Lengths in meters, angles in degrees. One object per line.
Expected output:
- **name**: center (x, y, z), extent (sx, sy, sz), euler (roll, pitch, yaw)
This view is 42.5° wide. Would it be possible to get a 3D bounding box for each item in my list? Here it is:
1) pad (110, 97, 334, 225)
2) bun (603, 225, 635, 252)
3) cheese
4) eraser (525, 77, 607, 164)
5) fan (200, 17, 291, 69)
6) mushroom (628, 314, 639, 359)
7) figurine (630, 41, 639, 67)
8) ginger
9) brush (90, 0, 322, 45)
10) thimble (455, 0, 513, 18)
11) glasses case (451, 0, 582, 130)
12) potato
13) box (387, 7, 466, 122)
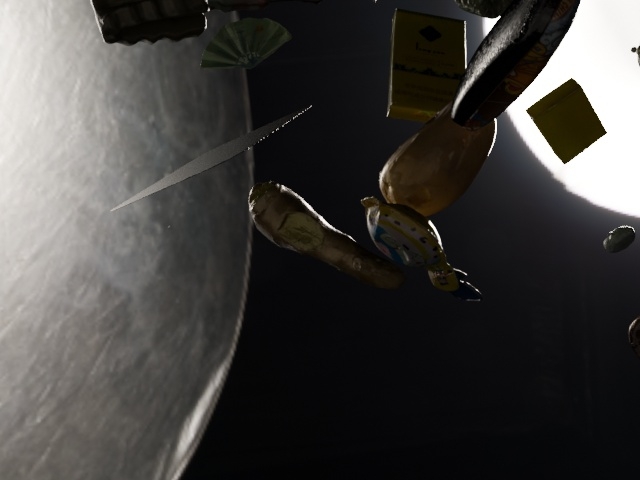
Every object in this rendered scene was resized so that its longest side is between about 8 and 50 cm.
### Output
- **pad**: center (-0.126, -0.126, 1.323), extent (0.063, 0.315, 0.375), euler (63, 26, -12)
- **bun**: center (0.734, -0.005, 2.025), extent (0.083, 0.083, 0.045), euler (85, -21, -57)
- **cheese**: center (0.160, 0.018, 1.308), extent (0.064, 0.250, 0.156), euler (-54, -164, -17)
- **eraser**: center (0.430, -0.207, 1.434), extent (0.122, 0.097, 0.045), euler (47, 14, -33)
- **fan**: center (-0.189, -0.478, 2.009), extent (0.009, 0.240, 0.131), euler (40, 33, -76)
- **mushroom**: center (0.688, 0.244, 1.555), extent (0.217, 0.227, 0.148), euler (-45, 162, -56)
- **figurine**: center (0.760, -0.375, 1.765), extent (0.197, 0.147, 0.093), euler (39, -27, 15)
- **ginger**: center (0.000, 0.000, 1.269), extent (0.086, 0.295, 0.131), euler (-52, 157, -14)
- **brush**: center (-0.131, -0.298, 1.027), extent (0.084, 0.301, 0.071), euler (63, -28, 28)
- **thimble**: center (0.243, -0.377, 1.181), extent (0.062, 0.084, 0.110), euler (36, -74, 39)
- **glasses case**: center (0.253, -0.247, 1.095), extent (0.321, 0.082, 0.122), euler (126, -10, -72)
- **potato**: center (0.200, -0.137, 1.367), extent (0.146, 0.234, 0.150), euler (51, -7, -30)
- **box**: center (0.217, -0.351, 1.663), extent (0.041, 0.153, 0.279), euler (103, -6, -56)
